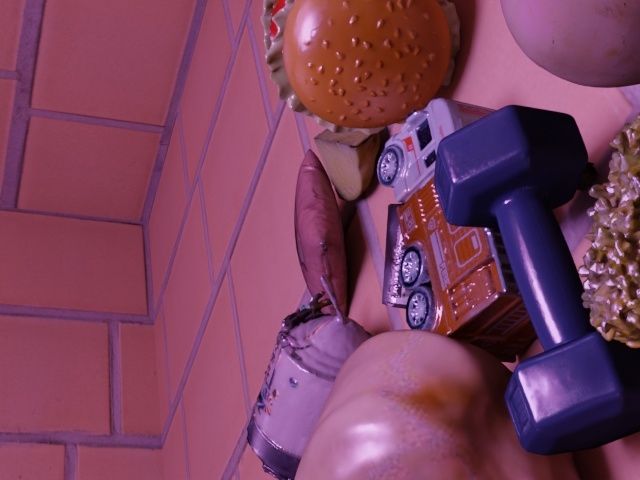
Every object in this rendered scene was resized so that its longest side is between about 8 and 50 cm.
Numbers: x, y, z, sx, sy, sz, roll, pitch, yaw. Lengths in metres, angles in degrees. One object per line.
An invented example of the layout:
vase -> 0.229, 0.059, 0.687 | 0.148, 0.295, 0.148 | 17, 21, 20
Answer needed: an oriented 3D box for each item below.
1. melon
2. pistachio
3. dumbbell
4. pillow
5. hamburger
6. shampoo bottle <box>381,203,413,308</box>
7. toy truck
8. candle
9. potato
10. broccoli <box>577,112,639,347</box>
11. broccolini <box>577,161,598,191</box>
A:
melon -> 0.270, -0.273, 0.779 | 0.317, 0.223, 0.223 | 113, 154, -45
pistachio -> 0.117, 0.307, 1.002 | 0.365, 0.281, 0.445 | 24, 120, 49
dumbbell -> 0.213, 0.034, 0.897 | 0.143, 0.156, 0.316 | -48, 48, 48
pillow -> 0.000, 0.000, 1.623 | 0.223, 0.084, 0.236 | 85, 173, -48
hamburger -> 0.056, -0.276, 1.311 | 0.212, 0.274, 0.274 | -111, 33, -54
shampoo bottle -> 0.126, -0.008, 1.350 | 0.063, 0.057, 0.207 | -169, 85, -71
toy truck -> 0.176, -0.024, 1.111 | 0.162, 0.136, 0.305 | -49, 41, 47
candle -> 0.007, 0.199, 1.431 | 0.187, 0.187, 0.330 | -116, 38, -56
potato -> 0.069, -0.128, 1.559 | 0.149, 0.081, 0.120 | 23, 142, 60
broccoli -> 0.291, 0.003, 0.696 | 0.273, 0.180, 0.242 | -165, 76, -71
broccolini -> 0.257, -0.095, 1.044 | 0.140, 0.035, 0.030 | -115, 40, -57
